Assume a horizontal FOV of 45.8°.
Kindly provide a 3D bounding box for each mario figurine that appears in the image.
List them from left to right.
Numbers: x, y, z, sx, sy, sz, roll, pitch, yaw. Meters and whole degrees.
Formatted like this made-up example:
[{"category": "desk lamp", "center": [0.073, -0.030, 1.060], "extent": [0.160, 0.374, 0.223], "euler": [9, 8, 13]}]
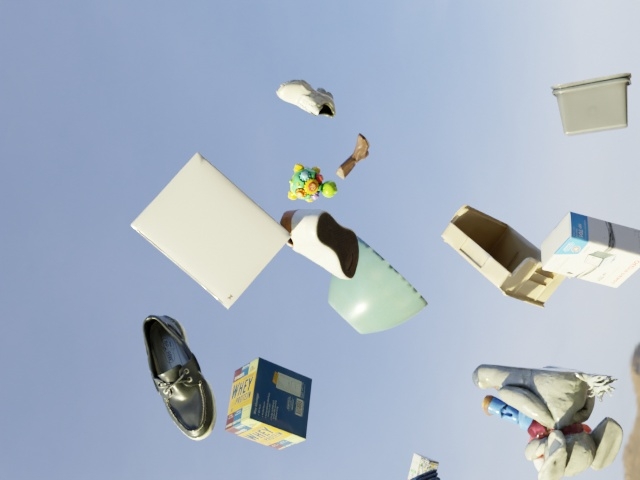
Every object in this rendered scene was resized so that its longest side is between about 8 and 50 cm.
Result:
[{"category": "mario figurine", "center": [0.612, 0.505, 2.079], "extent": [0.170, 0.320, 0.198], "euler": [-24, -45, -42]}]

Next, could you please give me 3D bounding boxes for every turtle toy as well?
[{"category": "turtle toy", "center": [-0.020, -0.141, 1.937], "extent": [0.130, 0.066, 0.095], "euler": [7, -77, -29]}]

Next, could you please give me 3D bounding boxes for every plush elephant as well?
[{"category": "plush elephant", "center": [0.553, 0.430, 1.768], "extent": [0.271, 0.330, 0.255], "euler": [6, -96, -28]}]

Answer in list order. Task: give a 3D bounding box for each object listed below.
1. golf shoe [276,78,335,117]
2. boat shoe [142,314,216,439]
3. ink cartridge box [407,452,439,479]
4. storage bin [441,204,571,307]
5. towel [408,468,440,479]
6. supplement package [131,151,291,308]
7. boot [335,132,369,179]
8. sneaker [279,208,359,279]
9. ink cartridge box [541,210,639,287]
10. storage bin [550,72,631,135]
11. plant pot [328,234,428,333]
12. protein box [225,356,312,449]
[{"category": "golf shoe", "center": [-0.030, -0.372, 2.006], "extent": [0.176, 0.086, 0.069], "euler": [6, -46, -34]}, {"category": "boat shoe", "center": [-0.353, 0.318, 1.830], "extent": [0.113, 0.127, 0.340], "euler": [53, -167, -58]}, {"category": "ink cartridge box", "center": [0.229, 0.555, 1.739], "extent": [0.029, 0.063, 0.115], "euler": [20, -98, -29]}, {"category": "storage bin", "center": [0.502, 0.042, 2.071], "extent": [0.260, 0.262, 0.123], "euler": [19, -69, -45]}, {"category": "towel", "center": [0.204, 0.525, 1.625], "extent": [0.067, 0.119, 0.029], "euler": [-7, -117, -29]}, {"category": "supplement package", "center": [-0.228, -0.020, 1.595], "extent": [0.262, 0.145, 0.204], "euler": [42, -96, -7]}, {"category": "boot", "center": [0.085, -0.229, 2.087], "extent": [0.114, 0.037, 0.106], "euler": [-41, -32, -15]}, {"category": "sneaker", "center": [0.000, 0.000, 1.729], "extent": [0.290, 0.123, 0.106], "euler": [50, -126, -55]}, {"category": "ink cartridge box", "center": [0.622, 0.022, 1.723], "extent": [0.140, 0.190, 0.082], "euler": [112, 172, -54]}, {"category": "storage bin", "center": [0.488, -0.238, 1.353], "extent": [0.098, 0.135, 0.091], "euler": [-9, -87, -66]}, {"category": "plant pot", "center": [0.136, 0.152, 2.161], "extent": [0.195, 0.290, 0.290], "euler": [-46, -38, -1]}, {"category": "protein box", "center": [-0.151, 0.487, 2.255], "extent": [0.201, 0.136, 0.200], "euler": [27, -131, -27]}]
